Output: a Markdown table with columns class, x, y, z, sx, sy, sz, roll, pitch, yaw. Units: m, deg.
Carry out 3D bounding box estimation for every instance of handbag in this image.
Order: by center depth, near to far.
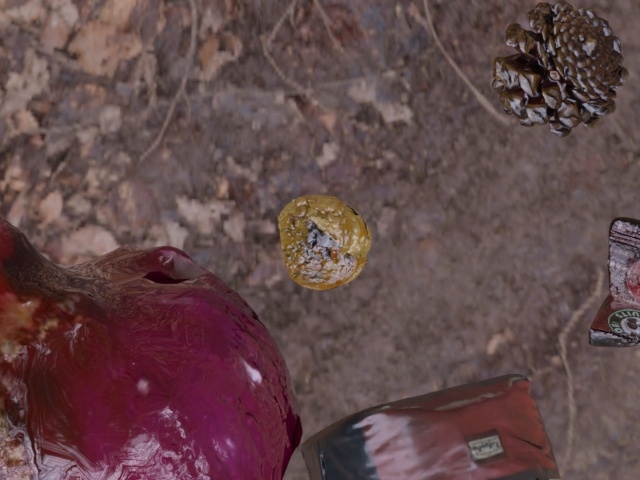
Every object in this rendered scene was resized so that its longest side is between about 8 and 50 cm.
| class | x | y | z | sx | sy | sz | roll | pitch | yaw |
| --- | --- | --- | --- | --- | --- | --- | --- | --- | --- |
| handbag | 0.123 | 0.242 | 1.262 | 0.254 | 0.181 | 0.181 | -8 | 162 | -36 |

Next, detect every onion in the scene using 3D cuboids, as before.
| class | x | y | z | sx | sy | sz | roll | pitch | yaw |
| --- | --- | --- | --- | --- | --- | --- | --- | --- | --- |
| onion | -0.235 | 0.111 | 0.991 | 0.398 | 0.398 | 0.420 | -18 | 124 | 9 |

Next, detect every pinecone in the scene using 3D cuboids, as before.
| class | x | y | z | sx | sy | sz | roll | pitch | yaw |
| --- | --- | --- | --- | --- | --- | --- | --- | --- | --- |
| pinecone | 0.236 | -0.169 | 1.311 | 0.140 | 0.140 | 0.120 | 32 | 154 | -23 |

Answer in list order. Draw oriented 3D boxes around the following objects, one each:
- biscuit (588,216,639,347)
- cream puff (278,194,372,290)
| class | x | y | z | sx | sy | sz | roll | pitch | yaw |
| --- | --- | --- | --- | --- | --- | --- | --- | --- | --- |
| biscuit | 0.449 | 0.080 | 1.755 | 0.151 | 0.063 | 0.235 | 18 | 140 | 19 |
| cream puff | 0.000 | 0.000 | 1.700 | 0.119 | 0.104 | 0.133 | -37 | 86 | 23 |
